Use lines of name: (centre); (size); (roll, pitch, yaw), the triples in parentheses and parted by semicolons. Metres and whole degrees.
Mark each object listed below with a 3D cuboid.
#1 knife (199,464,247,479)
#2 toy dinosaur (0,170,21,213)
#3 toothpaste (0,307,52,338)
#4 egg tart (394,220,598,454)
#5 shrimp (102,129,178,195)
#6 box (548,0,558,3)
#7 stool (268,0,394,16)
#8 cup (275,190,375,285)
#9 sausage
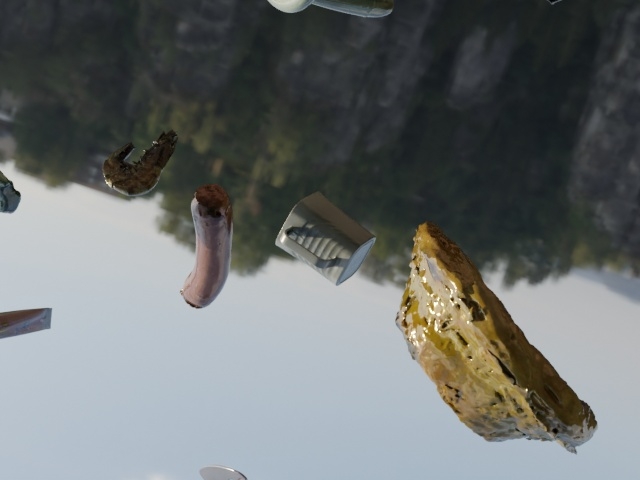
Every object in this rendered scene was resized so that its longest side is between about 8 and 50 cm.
knife: (-0.146, 0.335, 1.544); (0.058, 0.032, 0.244); (43, 153, 5)
toy dinosaur: (-0.416, -0.004, 1.111); (0.129, 0.383, 0.076); (52, -137, -3)
toothpaste: (-0.447, 0.116, 1.459); (0.194, 0.043, 0.067); (-8, 154, -19)
egg tart: (0.194, 0.135, 1.357); (0.341, 0.129, 0.341); (48, -173, -8)
shrimp: (-0.271, -0.127, 1.706); (0.091, 0.034, 0.161); (22, -134, 8)
box: (0.345, -0.504, 1.581); (0.251, 0.204, 0.345); (37, 180, -7)
stool: (0.019, -0.463, 1.763); (0.198, 0.195, 0.195); (-13, -130, -31)
cup: (0.000, 0.000, 1.768); (0.129, 0.095, 0.128); (36, -151, 14)
sausage: (-0.110, 0.010, 1.099); (0.047, 0.040, 0.177); (0, 143, -10)
